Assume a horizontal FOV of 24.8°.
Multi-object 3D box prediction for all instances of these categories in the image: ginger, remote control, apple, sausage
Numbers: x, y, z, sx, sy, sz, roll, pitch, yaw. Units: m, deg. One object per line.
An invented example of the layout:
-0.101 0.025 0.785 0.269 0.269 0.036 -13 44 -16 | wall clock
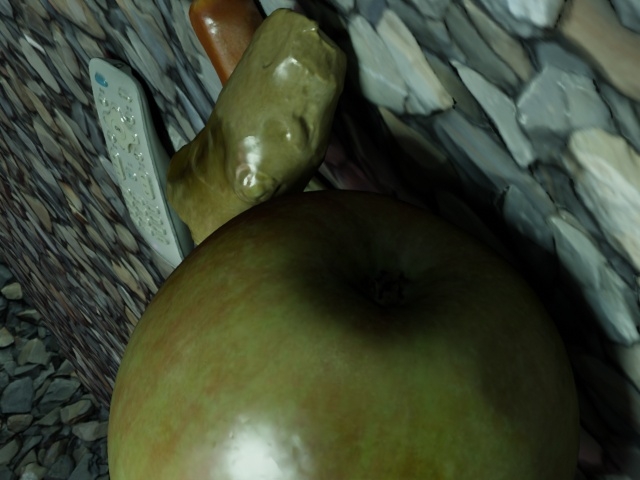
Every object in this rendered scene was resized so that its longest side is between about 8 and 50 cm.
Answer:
-0.036 -0.056 0.825 0.190 0.069 0.095 -48 52 52 | ginger
-0.146 -0.062 1.262 0.073 0.044 0.229 35 149 39 | remote control
0.015 0.094 0.782 0.257 0.257 0.234 42 131 34 | apple
-0.039 -0.099 0.881 0.041 0.039 0.131 41 161 57 | sausage

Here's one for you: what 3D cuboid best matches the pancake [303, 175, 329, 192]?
-0.001 0.000 1.012 0.151 0.025 0.151 46 163 18 | pancake
